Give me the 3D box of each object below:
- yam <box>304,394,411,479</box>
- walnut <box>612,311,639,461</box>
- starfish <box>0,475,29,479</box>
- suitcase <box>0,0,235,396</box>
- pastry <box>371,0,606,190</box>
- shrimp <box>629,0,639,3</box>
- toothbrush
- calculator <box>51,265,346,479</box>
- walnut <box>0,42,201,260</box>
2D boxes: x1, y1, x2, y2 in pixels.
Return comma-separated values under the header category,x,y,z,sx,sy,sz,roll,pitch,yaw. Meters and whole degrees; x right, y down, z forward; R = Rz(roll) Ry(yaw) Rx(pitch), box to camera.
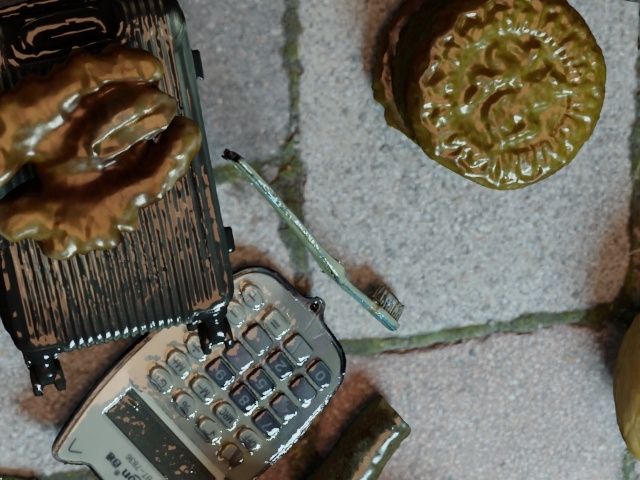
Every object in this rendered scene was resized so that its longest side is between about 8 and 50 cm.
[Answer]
category,x,y,z,sx,sy,sz,roll,pitch,yaw
yam,-0.016,0.260,1.531,0.061,0.061,0.274,40,92,-24
walnut,0.340,0.135,1.549,0.144,0.144,0.180,4,109,-18
starfish,-0.335,0.259,1.447,0.223,0.050,0.217,-6,117,-9
suitcase,-0.185,-0.048,1.337,0.202,0.128,0.312,-13,109,-11
pastry,0.146,-0.140,1.422,0.188,0.103,0.189,-5,108,-15
shrimp,0.155,-0.301,1.368,0.372,0.172,0.137,23,123,-9
toothbrush,-0.003,0.005,1.415,0.028,0.026,0.294,-57,137,-8
calculator,-0.098,0.141,1.475,0.268,0.040,0.177,-39,114,-2
walnut,-0.178,-0.066,1.229,0.170,0.069,0.143,-29,109,-7
